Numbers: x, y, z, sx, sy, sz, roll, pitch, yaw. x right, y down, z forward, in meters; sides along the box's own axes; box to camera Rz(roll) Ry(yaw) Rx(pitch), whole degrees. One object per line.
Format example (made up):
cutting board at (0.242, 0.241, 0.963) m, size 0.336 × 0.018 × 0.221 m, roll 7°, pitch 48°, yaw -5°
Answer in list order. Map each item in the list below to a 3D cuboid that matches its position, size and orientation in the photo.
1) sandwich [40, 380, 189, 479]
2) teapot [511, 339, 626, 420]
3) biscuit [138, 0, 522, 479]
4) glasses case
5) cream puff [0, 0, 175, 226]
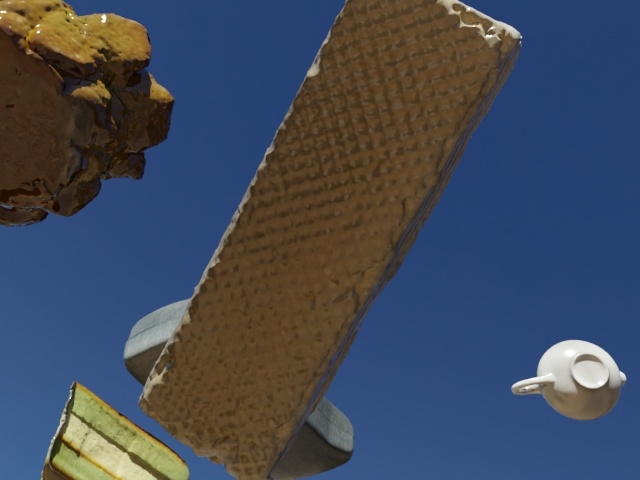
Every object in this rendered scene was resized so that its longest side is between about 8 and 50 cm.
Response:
sandwich at (-0.234, 0.273, 0.886) m, size 0.187 × 0.117 × 0.144 m, roll 20°, pitch -44°, yaw -15°
teapot at (0.452, 0.246, 1.313) m, size 0.226 × 0.145 × 0.092 m, roll -4°, pitch -31°, yaw -5°
biscuit at (0.000, 0.000, 0.603) m, size 0.144 × 0.078 × 0.426 m, roll 33°, pitch -77°, yaw 12°
glasses case at (-0.088, 0.188, 0.883) m, size 0.131 × 0.074 × 0.323 m, roll -23°, pitch -50°, yaw 23°
cream puff at (-0.131, -0.068, 0.342) m, size 0.122 × 0.094 × 0.116 m, roll -4°, pitch -58°, yaw 9°
